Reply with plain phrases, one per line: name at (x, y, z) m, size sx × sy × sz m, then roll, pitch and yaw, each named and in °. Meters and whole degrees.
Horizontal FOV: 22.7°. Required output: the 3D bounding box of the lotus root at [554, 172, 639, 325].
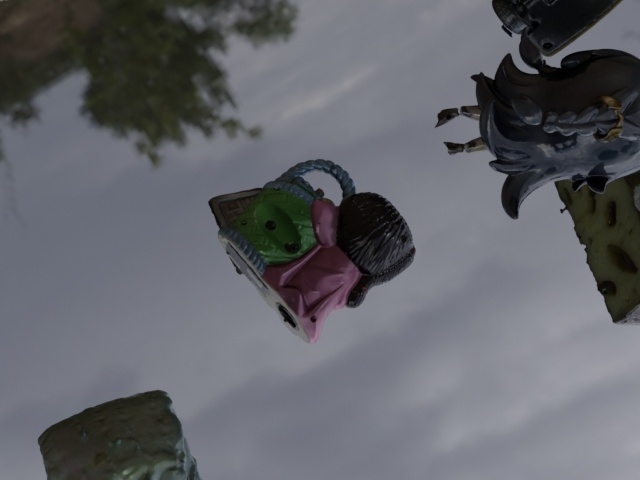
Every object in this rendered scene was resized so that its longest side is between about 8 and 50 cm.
lotus root at (0.524, -0.010, 2.399) m, size 0.260 × 0.267 × 0.149 m, roll 5°, pitch 145°, yaw -35°

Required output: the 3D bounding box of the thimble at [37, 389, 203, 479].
thimble at (-0.211, 0.276, 1.723) m, size 0.172 × 0.204 × 0.250 m, roll -21°, pitch 164°, yaw -5°

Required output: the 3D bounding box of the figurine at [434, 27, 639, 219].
figurine at (0.295, -0.143, 1.939) m, size 0.265 × 0.175 × 0.197 m, roll -22°, pitch -144°, yaw -12°

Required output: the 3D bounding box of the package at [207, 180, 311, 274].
package at (-0.075, -0.024, 2.531) m, size 0.173 × 0.027 × 0.171 m, roll -10°, pitch -133°, yaw -15°

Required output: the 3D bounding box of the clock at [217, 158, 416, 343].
clock at (0.000, 0.000, 1.968) m, size 0.195 × 0.194 × 0.100 m, roll -37°, pitch 175°, yaw -13°

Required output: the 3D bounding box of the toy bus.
toy bus at (0.244, -0.437, 2.129) m, size 0.177 × 0.365 × 0.202 m, roll -38°, pitch -164°, yaw 23°
